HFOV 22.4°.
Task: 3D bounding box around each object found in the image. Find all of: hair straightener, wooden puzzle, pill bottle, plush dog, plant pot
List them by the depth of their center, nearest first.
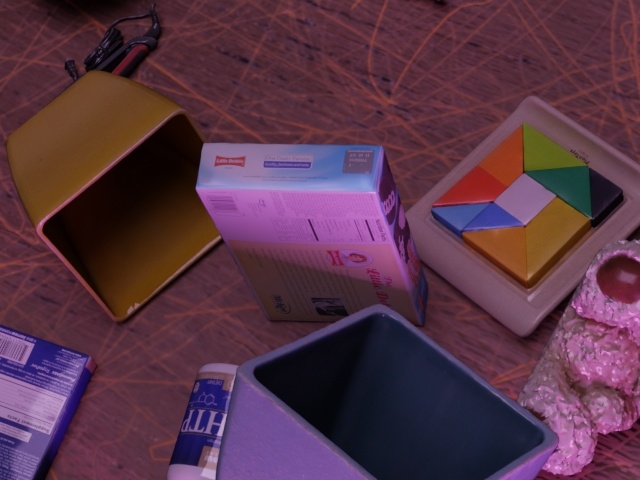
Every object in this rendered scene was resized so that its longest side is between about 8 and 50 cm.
[{"bbox_3d":[0.039,0.257,1.625,0.247,0.248,0.252,38,123,24],"label":"plant pot"},{"bbox_3d":[0.350,0.138,1.686,0.225,0.210,0.262,28,104,9],"label":"plush dog"},{"bbox_3d":[-0.105,0.238,1.759,0.112,0.112,0.186,9,68,17],"label":"pill bottle"},{"bbox_3d":[0.233,-0.036,1.830,0.238,0.044,0.221,-45,57,-9],"label":"wooden puzzle"},{"bbox_3d":[-0.245,-0.075,1.893,0.212,0.212,0.187,-40,51,-6],"label":"plant pot"},{"bbox_3d":[-0.290,-0.221,2.048,0.089,0.047,0.230,32,76,24],"label":"hair straightener"}]

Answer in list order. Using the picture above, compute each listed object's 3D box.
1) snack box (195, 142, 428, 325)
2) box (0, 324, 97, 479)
[{"bbox_3d":[0.000,0.000,1.725,0.187,0.322,0.060,2,63,13],"label":"snack box"},{"bbox_3d":[-0.367,0.218,1.865,0.136,0.036,0.225,18,70,14],"label":"box"}]
